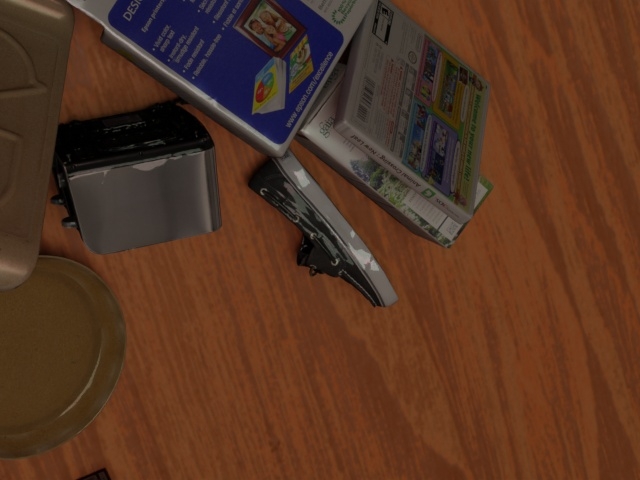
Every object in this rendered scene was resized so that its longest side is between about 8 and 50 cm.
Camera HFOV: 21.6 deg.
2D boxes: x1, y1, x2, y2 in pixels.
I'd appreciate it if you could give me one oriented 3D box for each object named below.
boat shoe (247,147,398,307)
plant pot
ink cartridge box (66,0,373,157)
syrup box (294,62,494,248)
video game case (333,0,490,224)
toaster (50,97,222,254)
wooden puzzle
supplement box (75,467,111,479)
[{"bbox_3d":[0.000,0.000,1.907,0.076,0.080,0.228,-38,113,1],"label":"boat shoe"},{"bbox_3d":[-0.324,0.125,1.829,0.236,0.032,0.236,-12,112,-30],"label":"plant pot"},{"bbox_3d":[-0.091,-0.294,1.755,0.307,0.072,0.303,35,78,-22],"label":"ink cartridge box"},{"bbox_3d":[0.072,-0.098,1.889,0.237,0.096,0.093,37,86,-23],"label":"syrup box"},{"bbox_3d":[0.104,-0.148,1.833,0.193,0.212,0.023,35,135,-26],"label":"video game case"},{"bbox_3d":[-0.193,-0.072,1.769,0.186,0.168,0.110,-12,112,-15],"label":"toaster"},{"bbox_3d":[-0.418,-0.138,1.646,0.322,0.080,0.348,19,56,-23],"label":"wooden puzzle"},{"bbox_3d":[-0.248,0.314,1.924,0.043,0.055,0.083,-21,112,-13],"label":"supplement box"}]
